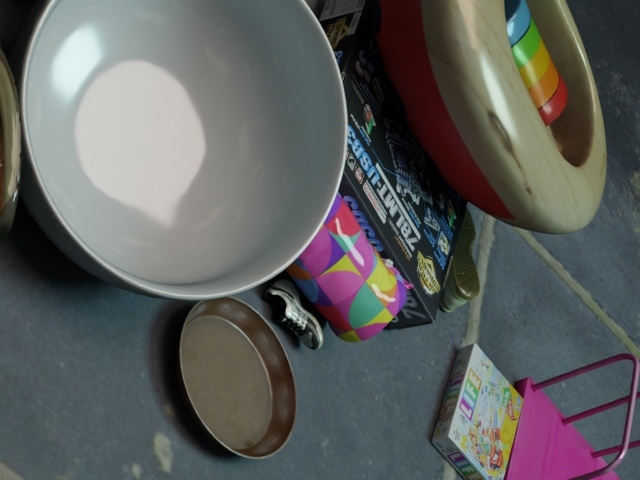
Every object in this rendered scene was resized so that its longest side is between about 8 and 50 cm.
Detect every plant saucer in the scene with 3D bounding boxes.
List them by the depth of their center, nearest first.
[{"bbox_3d":[-0.088,0.137,1.785,0.168,0.029,0.168,31,47,-40],"label":"plant saucer"}]

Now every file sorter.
[{"bbox_3d":[0.373,0.305,2.166,0.291,0.182,0.202,48,39,-25],"label":"file sorter"}]

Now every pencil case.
[{"bbox_3d":[0.000,0.000,1.894,0.236,0.104,0.104,52,36,-34],"label":"pencil case"}]

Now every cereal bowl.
[{"bbox_3d":[-0.150,-0.110,1.702,0.339,0.141,0.339,3,84,-31],"label":"cereal bowl"}]

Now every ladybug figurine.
[{"bbox_3d":[0.182,-0.195,2.037,0.449,0.162,0.305,61,33,-30],"label":"ladybug figurine"}]

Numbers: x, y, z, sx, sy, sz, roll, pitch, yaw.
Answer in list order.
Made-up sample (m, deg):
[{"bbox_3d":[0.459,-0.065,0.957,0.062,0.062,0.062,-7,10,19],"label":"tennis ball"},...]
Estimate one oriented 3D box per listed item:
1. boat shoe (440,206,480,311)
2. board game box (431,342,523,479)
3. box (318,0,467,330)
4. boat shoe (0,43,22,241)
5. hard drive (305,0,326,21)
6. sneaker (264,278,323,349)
[{"bbox_3d":[0.156,0.013,2.179,0.056,0.048,0.153,17,50,-33],"label":"boat shoe"},{"bbox_3d":[0.184,0.208,2.107,0.103,0.026,0.154,48,38,-24],"label":"board game box"},{"bbox_3d":[0.072,-0.102,2.047,0.295,0.073,0.293,57,37,-34],"label":"box"},{"bbox_3d":[-0.336,-0.147,1.563,0.119,0.122,0.324,-6,70,-23],"label":"boat shoe"},{"bbox_3d":[-0.070,-0.331,2.070,0.353,0.047,0.233,57,36,-14],"label":"hard drive"},{"bbox_3d":[-0.031,0.082,1.896,0.037,0.032,0.083,-31,87,-49],"label":"sneaker"}]
